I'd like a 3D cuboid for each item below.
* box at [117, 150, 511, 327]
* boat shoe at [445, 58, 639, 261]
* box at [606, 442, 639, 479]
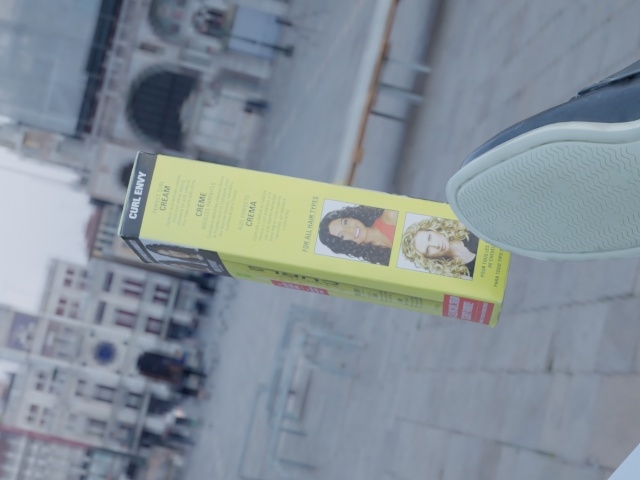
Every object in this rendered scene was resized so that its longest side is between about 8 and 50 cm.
[{"bbox_3d":[0.000,0.000,0.845,0.087,0.232,0.058,77,-157,-76],"label":"box"},{"bbox_3d":[0.165,-0.051,0.659,0.233,0.084,0.079,-21,27,39],"label":"boat shoe"},{"bbox_3d":[0.140,0.099,0.424,0.186,0.145,0.038,-57,39,29],"label":"box"}]
